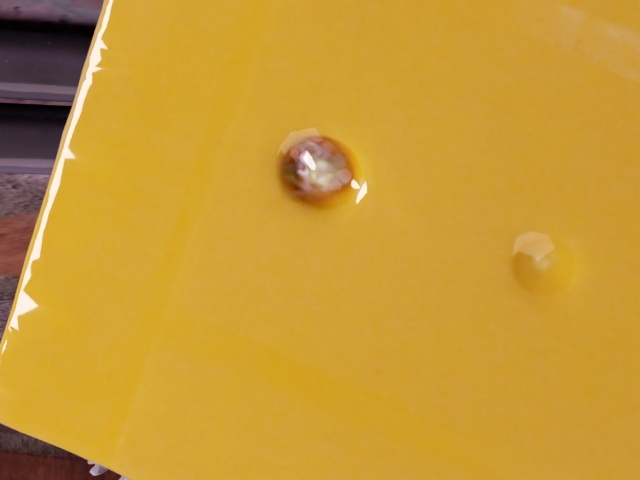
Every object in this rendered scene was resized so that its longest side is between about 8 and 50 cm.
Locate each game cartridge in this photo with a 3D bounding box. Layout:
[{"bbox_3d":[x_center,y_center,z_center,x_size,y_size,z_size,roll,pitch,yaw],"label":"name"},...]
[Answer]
[{"bbox_3d":[0.076,-0.001,0.604,0.323,0.285,0.053,23,-152,1],"label":"game cartridge"}]

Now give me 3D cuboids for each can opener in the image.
[{"bbox_3d":[-0.208,-0.079,0.922,0.283,0.076,0.095,2,-160,-15],"label":"can opener"}]

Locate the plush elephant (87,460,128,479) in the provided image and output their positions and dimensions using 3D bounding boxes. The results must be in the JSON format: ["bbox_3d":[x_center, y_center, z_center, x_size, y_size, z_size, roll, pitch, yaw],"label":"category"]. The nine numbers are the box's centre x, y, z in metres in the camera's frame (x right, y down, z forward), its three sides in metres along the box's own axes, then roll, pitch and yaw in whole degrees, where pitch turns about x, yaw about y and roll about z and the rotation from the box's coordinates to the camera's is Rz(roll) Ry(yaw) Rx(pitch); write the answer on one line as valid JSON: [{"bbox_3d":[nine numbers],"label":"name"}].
[{"bbox_3d":[0.054,-0.029,0.776,0.330,0.272,0.255,-31,153,-44],"label":"plush elephant"}]
